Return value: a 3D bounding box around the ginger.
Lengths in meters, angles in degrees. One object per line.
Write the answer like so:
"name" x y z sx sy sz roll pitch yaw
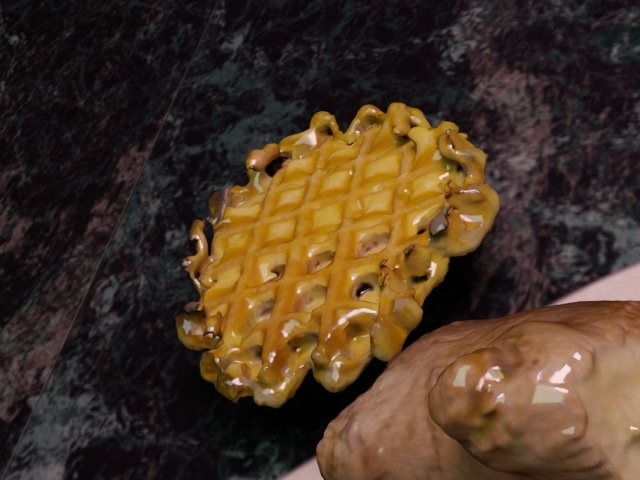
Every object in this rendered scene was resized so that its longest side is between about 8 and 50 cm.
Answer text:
"ginger" 0.114 0.098 0.604 0.276 0.221 0.130 -14 78 31

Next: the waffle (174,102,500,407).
"waffle" -0.001 -0.002 0.814 0.262 0.060 0.280 -43 35 -13
